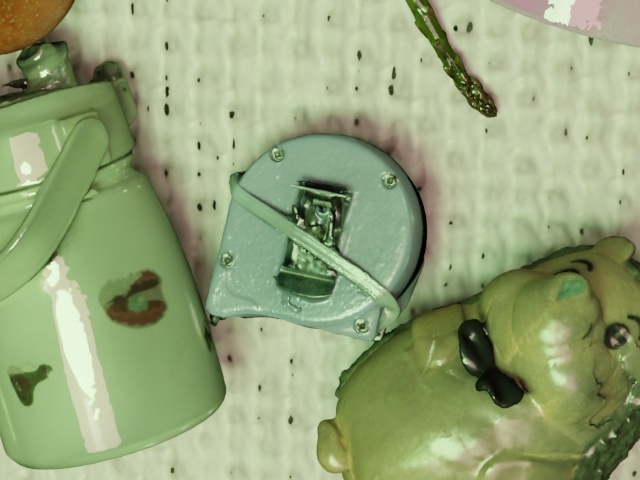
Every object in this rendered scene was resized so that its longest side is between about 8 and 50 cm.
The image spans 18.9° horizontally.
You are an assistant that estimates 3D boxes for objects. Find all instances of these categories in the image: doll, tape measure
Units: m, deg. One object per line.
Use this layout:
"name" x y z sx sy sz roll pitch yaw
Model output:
"doll" 0.171 0.140 1.680 0.349 0.247 0.247 -33 104 5
"tape measure" 0.001 -0.005 1.689 0.182 0.107 0.181 6 91 15

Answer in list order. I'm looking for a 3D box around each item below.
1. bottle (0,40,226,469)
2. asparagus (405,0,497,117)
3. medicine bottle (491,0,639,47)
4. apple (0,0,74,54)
"bottle" -0.229 0.008 1.675 0.229 0.229 0.352 -13 102 8
"asparagus" 0.087 -0.208 1.674 0.024 0.025 0.248 -39 107 -28
"medicine bottle" 0.251 -0.335 1.519 0.212 0.212 0.325 17 109 -2
"apple" -0.298 -0.247 1.612 0.201 0.162 0.201 1 105 5
